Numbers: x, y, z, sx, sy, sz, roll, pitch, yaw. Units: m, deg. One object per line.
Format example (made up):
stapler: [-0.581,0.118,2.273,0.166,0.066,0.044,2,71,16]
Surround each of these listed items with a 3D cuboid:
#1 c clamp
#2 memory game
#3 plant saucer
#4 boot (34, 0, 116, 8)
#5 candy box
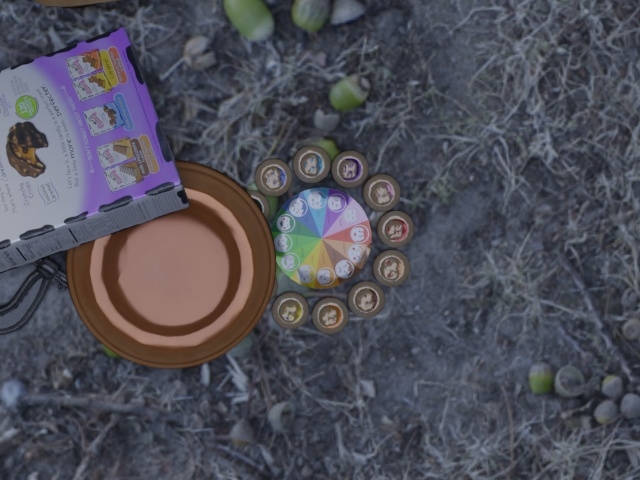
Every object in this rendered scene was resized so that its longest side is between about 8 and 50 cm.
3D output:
c clamp: [-0.308,0.014,1.630,0.160,0.022,0.137,29,94,-10]
memory game: [0.000,0.000,1.659,0.186,0.012,0.186,-1,97,-5]
plant saucer: [-0.139,0.025,1.621,0.200,0.037,0.200,-1,97,-7]
boot: [-0.258,-0.313,1.553,0.295,0.104,0.211,-5,98,0]
candy box: [-0.239,-0.080,1.570,0.196,0.070,0.165,-20,74,-3]
